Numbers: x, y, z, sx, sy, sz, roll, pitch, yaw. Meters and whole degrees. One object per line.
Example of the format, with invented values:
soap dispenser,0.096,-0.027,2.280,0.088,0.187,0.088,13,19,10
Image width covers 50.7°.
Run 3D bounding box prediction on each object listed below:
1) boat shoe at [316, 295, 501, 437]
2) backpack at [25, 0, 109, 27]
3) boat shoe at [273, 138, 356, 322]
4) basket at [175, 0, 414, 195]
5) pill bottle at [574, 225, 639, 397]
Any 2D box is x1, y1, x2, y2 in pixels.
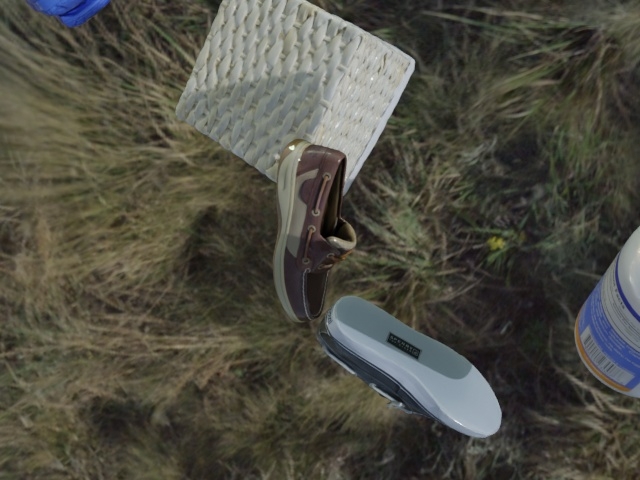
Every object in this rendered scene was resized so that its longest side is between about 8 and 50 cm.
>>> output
boat shoe,0.128,0.208,1.037,0.306,0.113,0.105,30,137,-2
backpack,-0.269,-0.279,0.705,0.098,0.120,0.101,-47,118,-5
boat shoe,0.000,0.000,1.152,0.123,0.123,0.342,13,117,22
basket,-0.055,-0.294,1.321,0.328,0.266,0.331,34,106,20
pill bottle,0.392,0.062,0.744,0.152,0.152,0.272,26,153,16
